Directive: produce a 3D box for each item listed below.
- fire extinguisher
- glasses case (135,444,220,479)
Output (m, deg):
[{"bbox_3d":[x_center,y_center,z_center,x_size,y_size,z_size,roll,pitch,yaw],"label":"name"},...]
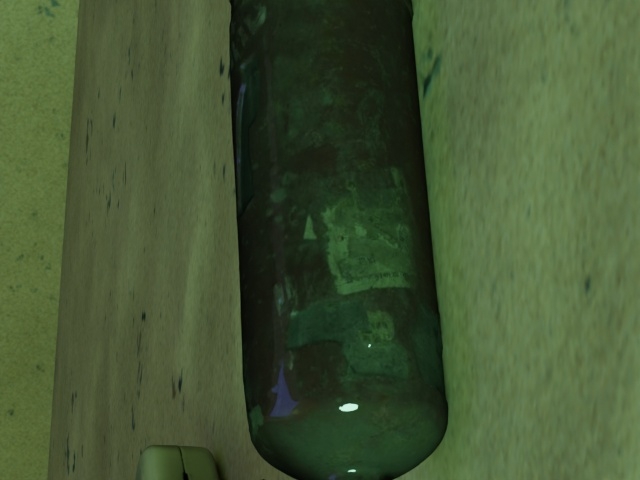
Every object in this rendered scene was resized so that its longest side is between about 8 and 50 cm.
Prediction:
[{"bbox_3d":[0.000,0.000,0.662,0.072,0.089,0.268,-19,60,29],"label":"fire extinguisher"},{"bbox_3d":[-0.078,0.195,1.079,0.196,0.050,0.083,-111,24,-62],"label":"glasses case"}]
